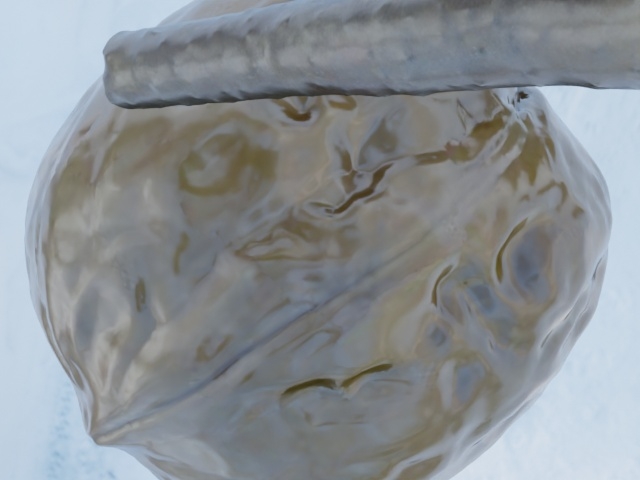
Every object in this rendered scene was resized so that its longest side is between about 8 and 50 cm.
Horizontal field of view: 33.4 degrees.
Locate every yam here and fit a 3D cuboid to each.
[{"bbox_3d":[0.032,-0.069,0.366,0.326,0.045,0.045,4,141,43],"label":"yam"}]

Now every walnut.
[{"bbox_3d":[0.000,0.000,0.724,0.354,0.397,0.308,55,158,-1],"label":"walnut"}]
